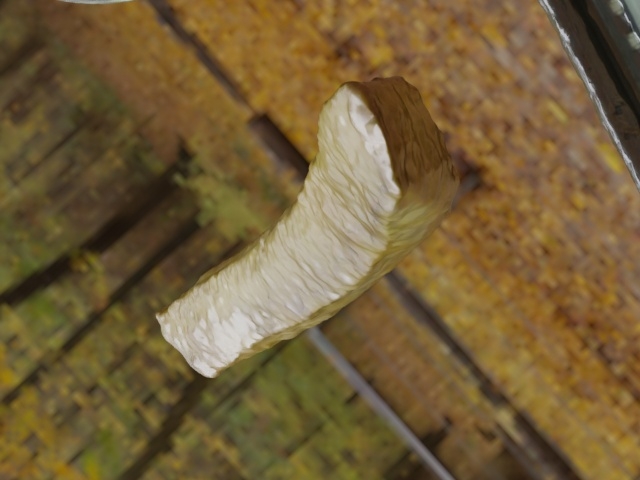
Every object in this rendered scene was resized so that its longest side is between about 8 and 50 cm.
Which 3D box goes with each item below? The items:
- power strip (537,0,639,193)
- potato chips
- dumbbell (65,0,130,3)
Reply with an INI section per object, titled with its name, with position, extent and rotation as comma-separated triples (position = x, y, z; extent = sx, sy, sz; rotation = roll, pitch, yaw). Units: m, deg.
[power strip]
position = 0.279, -0.174, 1.189
extent = 0.257, 0.251, 0.092
rotation = 63, 162, 11
[potato chips]
position = 0.000, 0.000, 0.832
extent = 0.057, 0.080, 0.407
rotation = 63, 161, 6
[dumbbell]
position = -0.110, -0.240, 0.888
extent = 0.192, 0.192, 0.290
rotation = 47, 158, 21
